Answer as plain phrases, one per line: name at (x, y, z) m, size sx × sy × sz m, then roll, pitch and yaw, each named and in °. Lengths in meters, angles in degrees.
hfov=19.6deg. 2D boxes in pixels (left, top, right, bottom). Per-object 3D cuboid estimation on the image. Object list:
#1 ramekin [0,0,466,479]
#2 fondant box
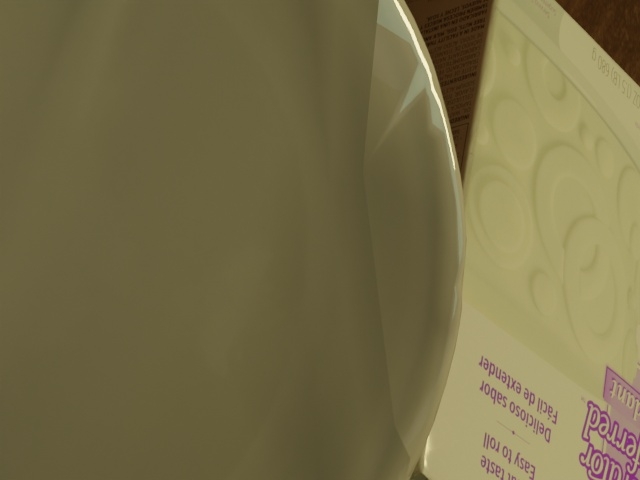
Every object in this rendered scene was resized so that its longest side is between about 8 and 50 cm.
ramekin at (-0.106, -0.004, 0.521) m, size 0.127 × 0.272 × 0.273 m, roll -152°, pitch -127°, yaw -74°
fondant box at (0.118, 0.038, 1.079) m, size 0.238 × 0.096 × 0.330 m, roll 37°, pitch 53°, yaw -38°
